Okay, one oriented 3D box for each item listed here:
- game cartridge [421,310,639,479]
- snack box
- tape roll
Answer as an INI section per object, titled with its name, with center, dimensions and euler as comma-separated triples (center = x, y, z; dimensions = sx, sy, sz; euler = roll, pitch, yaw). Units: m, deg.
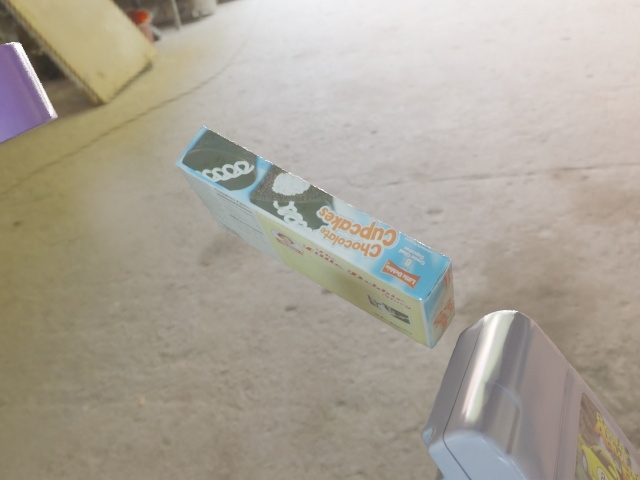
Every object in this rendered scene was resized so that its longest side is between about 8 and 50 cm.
[game cartridge]
center = 0.175, 0.189, 0.557
dimensions = 0.060, 0.294, 0.196
euler = -34, 6, 21
[snack box]
center = 0.000, 0.000, 1.034
dimensions = 0.322, 0.187, 0.060
euler = 29, 76, 19
[tape roll]
center = -0.350, -0.111, 0.849
dimensions = 0.189, 0.080, 0.189
euler = -22, 13, 5
